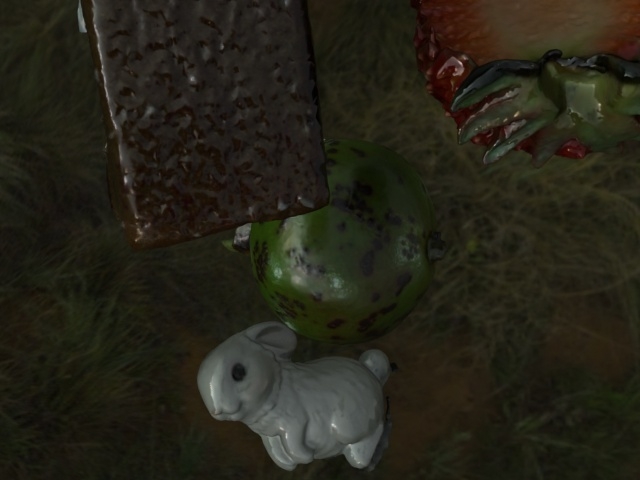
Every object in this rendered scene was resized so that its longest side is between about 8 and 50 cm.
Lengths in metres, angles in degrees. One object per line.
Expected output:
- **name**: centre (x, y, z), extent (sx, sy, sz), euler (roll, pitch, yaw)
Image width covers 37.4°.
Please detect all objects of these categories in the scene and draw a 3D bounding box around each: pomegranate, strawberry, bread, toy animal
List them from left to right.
- **bread**: centre (-0.094, -0.204, 0.628), extent (0.165, 0.113, 0.417), euler (-13, 119, -14)
- **toy animal**: centre (-0.047, 0.255, 1.620), extent (0.357, 0.194, 0.258), euler (33, 62, -29)
- **pomegranate**: centre (0.000, 0.000, 0.956), extent (0.211, 0.263, 0.211), euler (5, 90, -65)
- **strawberry**: centre (0.196, -0.175, 0.806), extent (0.233, 0.138, 0.306), euler (-6, 40, 6)

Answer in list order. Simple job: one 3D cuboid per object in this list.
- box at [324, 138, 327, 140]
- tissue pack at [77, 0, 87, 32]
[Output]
- **box**: centre (0.020, -0.122, 1.544), extent (0.020, 0.149, 0.073), euler (20, 96, -53)
- **tissue pack**: centre (-0.250, -0.325, 1.229), extent (0.026, 0.193, 0.123), euler (-32, 127, -48)
